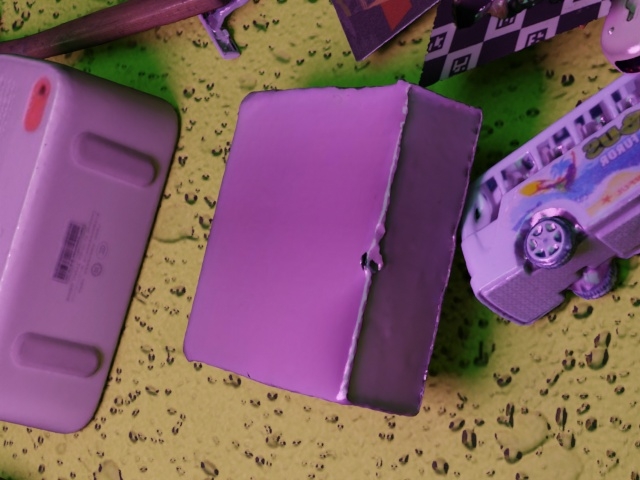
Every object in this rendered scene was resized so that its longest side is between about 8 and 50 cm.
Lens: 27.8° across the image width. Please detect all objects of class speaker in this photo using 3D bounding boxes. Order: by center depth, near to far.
[{"bbox_3d":[-0.321,0.002,1.447,0.183,0.184,0.406,14,86,36],"label":"speaker"}]

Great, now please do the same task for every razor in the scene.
[{"bbox_3d":[-0.051,-0.299,1.435,0.211,0.036,0.084,-41,62,19],"label":"razor"}]

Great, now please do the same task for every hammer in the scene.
[{"bbox_3d":[-0.284,-0.252,1.542,0.439,0.044,0.168,-11,62,34],"label":"hammer"}]

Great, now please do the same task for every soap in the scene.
[{"bbox_3d":[0.000,0.000,1.241,0.285,0.107,0.296,10,84,53],"label":"soap"}]

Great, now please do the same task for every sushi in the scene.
[{"bbox_3d":[0.205,-0.230,1.228,0.215,0.050,0.192,-18,44,40],"label":"sushi"}]

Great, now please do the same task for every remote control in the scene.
[{"bbox_3d":[0.300,-0.243,1.143,0.078,0.042,0.221,-10,50,47],"label":"remote control"}]

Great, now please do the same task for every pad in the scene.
[{"bbox_3d":[0.100,-0.290,1.335,0.211,0.003,0.143,-37,48,21],"label":"pad"}]

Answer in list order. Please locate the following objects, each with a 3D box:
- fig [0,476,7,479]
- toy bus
[{"bbox_3d":[-0.404,0.383,1.473,0.151,0.151,0.259,34,125,34],"label":"fig"},{"bbox_3d":[0.269,-0.062,1.129,0.329,0.109,0.136,-36,52,21],"label":"toy bus"}]
